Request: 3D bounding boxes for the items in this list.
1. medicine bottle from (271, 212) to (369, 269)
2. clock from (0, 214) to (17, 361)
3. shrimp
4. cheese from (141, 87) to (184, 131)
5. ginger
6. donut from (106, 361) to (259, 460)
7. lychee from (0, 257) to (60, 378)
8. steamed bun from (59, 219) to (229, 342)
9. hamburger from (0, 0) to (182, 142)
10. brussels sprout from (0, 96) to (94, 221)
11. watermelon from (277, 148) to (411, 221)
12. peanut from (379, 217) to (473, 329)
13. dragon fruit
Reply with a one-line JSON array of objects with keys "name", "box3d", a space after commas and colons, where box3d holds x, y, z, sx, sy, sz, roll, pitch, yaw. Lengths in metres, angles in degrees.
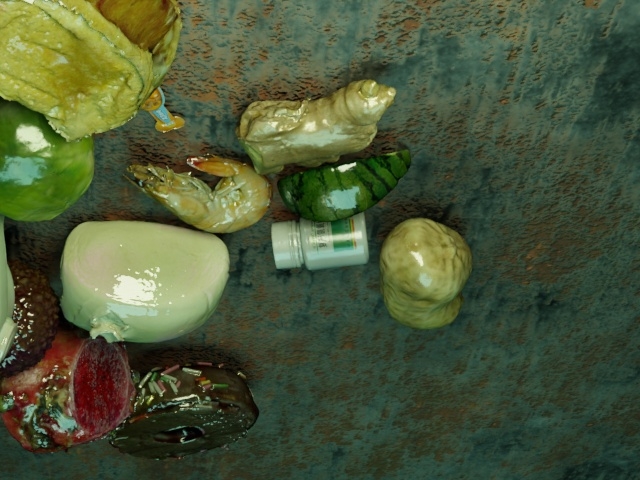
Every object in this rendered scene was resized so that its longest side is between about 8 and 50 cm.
[{"name": "medicine bottle", "box3d": [0.000, 0.000, 1.827, 0.130, 0.080, 0.080, -6, 148, 2]}, {"name": "clock", "box3d": [-0.516, 0.070, 1.688, 0.265, 0.108, 0.324, 0, 113, 6]}, {"name": "shrimp", "box3d": [-0.154, -0.070, 1.722, 0.133, 0.053, 0.236, -26, 146, 32]}, {"name": "cheese", "box3d": [-0.203, -0.165, 1.598, 0.047, 0.017, 0.111, -14, 147, 19]}, {"name": "ginger", "box3d": [0.001, -0.139, 1.620, 0.213, 0.074, 0.137, -18, 157, 12]}, {"name": "donut", "box3d": [-0.235, 0.286, 2.205, 0.270, 0.103, 0.269, -7, 152, -4]}, {"name": "lychee", "box3d": [-0.450, 0.111, 1.856, 0.188, 0.188, 0.188, -4, 148, -2]}, {"name": "steamed bun", "box3d": [-0.247, 0.073, 1.839, 0.239, 0.152, 0.170, 7, 147, -14]}, {"name": "hamburger", "box3d": [-0.268, -0.233, 1.374, 0.211, 0.132, 0.309, -22, 144, 24]}, {"name": "brussels sprout", "box3d": [-0.344, -0.102, 1.561, 0.181, 0.144, 0.161, 9, 114, -58]}, {"name": "watermelon", "box3d": [0.022, -0.084, 1.703, 0.181, 0.092, 0.075, -12, 134, 14]}, {"name": "peanut", "box3d": [0.153, 0.057, 1.903, 0.137, 0.122, 0.253, -11, 150, -5]}, {"name": "dragon fruit", "box3d": [-0.372, 0.212, 2.015, 0.147, 0.211, 0.282, -16, 173, 28]}]
